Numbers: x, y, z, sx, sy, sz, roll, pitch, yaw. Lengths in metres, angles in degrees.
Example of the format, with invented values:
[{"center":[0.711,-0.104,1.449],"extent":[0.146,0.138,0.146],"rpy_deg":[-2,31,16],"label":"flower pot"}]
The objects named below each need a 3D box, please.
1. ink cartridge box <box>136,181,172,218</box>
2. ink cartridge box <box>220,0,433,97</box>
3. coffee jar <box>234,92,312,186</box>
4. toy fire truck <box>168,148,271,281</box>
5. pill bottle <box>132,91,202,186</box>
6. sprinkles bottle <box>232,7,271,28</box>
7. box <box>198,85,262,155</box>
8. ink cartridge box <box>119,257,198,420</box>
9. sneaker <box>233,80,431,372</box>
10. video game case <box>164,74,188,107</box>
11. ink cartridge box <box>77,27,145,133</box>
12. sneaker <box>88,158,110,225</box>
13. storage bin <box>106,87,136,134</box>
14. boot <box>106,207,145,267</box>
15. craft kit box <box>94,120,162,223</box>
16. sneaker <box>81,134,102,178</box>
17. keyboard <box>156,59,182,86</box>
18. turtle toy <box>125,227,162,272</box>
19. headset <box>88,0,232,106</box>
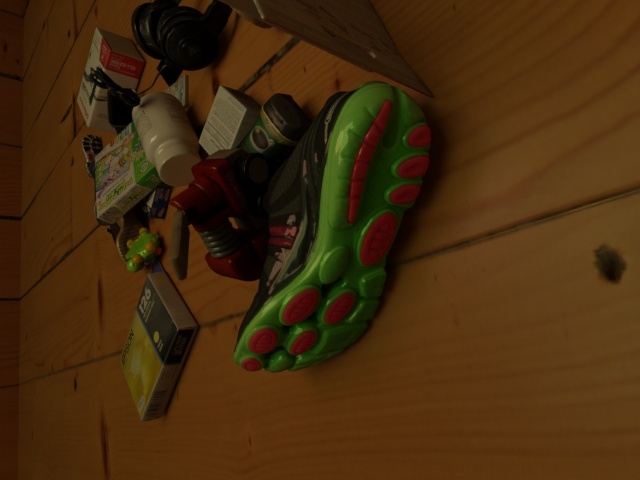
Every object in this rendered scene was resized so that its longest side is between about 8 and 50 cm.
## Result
[{"center":[-0.496,-0.143,1.274],"extent":[0.207,0.046,0.097],"rpy_deg":[33,109,43],"label":"ink cartridge box"},{"center":[-0.011,-0.297,0.593],"extent":[0.066,0.297,0.260],"rpy_deg":[-42,58,37],"label":"ink cartridge box"},{"center":[-0.094,-0.177,0.825],"extent":[0.184,0.079,0.096],"rpy_deg":[-44,74,35],"label":"coffee jar"},{"center":[-0.162,-0.008,0.726],"extent":[0.159,0.246,0.216],"rpy_deg":[8,130,41],"label":"toy fire truck"},{"center":[-0.369,-0.245,1.087],"extent":[0.131,0.131,0.229],"rpy_deg":[-51,53,31],"label":"pill bottle"},{"center":[-0.035,-0.546,0.771],"extent":[0.355,0.121,0.121],"rpy_deg":[-39,60,38],"label":"sprinkles bottle"},{"center":[-0.178,-0.228,0.927],"extent":[0.126,0.072,0.137],"rpy_deg":[47,119,37],"label":"box"},{"center":[-0.452,0.250,1.179],"extent":[0.307,0.072,0.303],"rpy_deg":[41,116,38],"label":"ink cartridge box"},{"center":[0.000,0.000,0.677],"extent":[0.482,0.186,0.202],"rpy_deg":[-64,29,17],"label":"sneaker"},{"center":[-0.396,-0.389,1.216],"extent":[0.122,0.011,0.087],"rpy_deg":[-11,78,45],"label":"video game case"},{"center":[-0.701,-0.523,1.474],"extent":[0.197,0.114,0.272],"rpy_deg":[52,123,35],"label":"ink cartridge box"},{"center":[-0.722,-0.173,1.488],"extent":[0.164,0.086,0.225],"rpy_deg":[25,107,48],"label":"sneaker"},{"center":[-0.605,-0.392,1.389],"extent":[0.091,0.099,0.135],"rpy_deg":[131,131,-67],"label":"storage bin"},{"center":[-0.591,-0.006,1.358],"extent":[0.207,0.090,0.248],"rpy_deg":[-35,69,56],"label":"boot"},{"center":[-0.531,-0.210,1.241],"extent":[0.250,0.061,0.246],"rpy_deg":[-35,57,19],"label":"craft kit box"},{"center":[-0.856,-0.312,1.657],"extent":[0.071,0.069,0.169],"rpy_deg":[-19,73,50],"label":"sneaker"},{"center":[-0.382,-0.516,1.208],"extent":[0.192,0.038,0.100],"rpy_deg":[-38,84,37],"label":"keyboard"},{"center":[-0.489,0.033,1.225],"extent":[0.130,0.066,0.095],"rpy_deg":[-43,49,4],"label":"turtle toy"},{"center":[-0.361,-0.491,1.030],"extent":[0.244,0.185,0.393],"rpy_deg":[33,92,35],"label":"headset"}]
